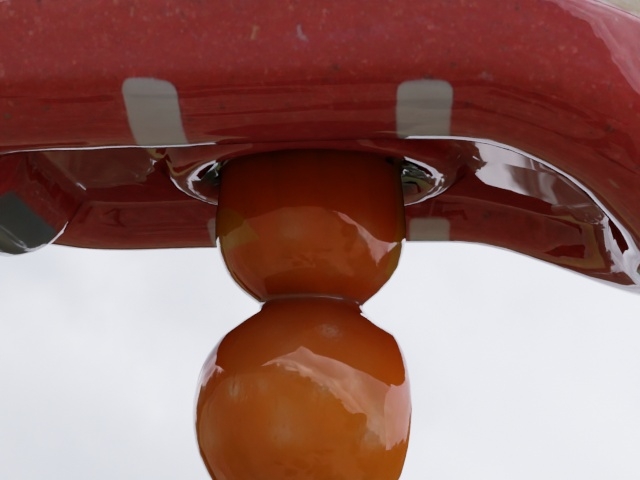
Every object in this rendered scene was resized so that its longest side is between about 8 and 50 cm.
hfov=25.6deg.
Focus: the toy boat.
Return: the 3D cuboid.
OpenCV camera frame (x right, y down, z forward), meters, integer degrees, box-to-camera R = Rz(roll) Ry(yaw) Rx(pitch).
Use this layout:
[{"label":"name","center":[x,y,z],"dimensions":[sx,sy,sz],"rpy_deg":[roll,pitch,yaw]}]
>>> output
[{"label":"toy boat","center":[0.000,0.000,0.370],"dimensions":[0.231,0.151,0.151],"rpy_deg":[-1,-13,6]}]
